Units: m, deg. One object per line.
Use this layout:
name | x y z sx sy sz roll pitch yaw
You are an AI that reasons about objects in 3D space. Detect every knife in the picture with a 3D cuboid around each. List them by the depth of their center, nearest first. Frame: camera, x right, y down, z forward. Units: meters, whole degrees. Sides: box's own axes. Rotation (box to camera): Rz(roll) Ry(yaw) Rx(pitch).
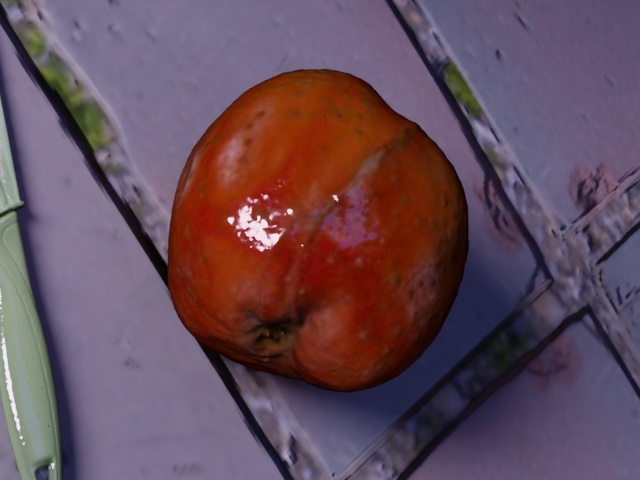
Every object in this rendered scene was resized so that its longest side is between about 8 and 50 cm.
knife | -0.118 0.002 0.686 0.030 0.014 0.207 1 71 -41

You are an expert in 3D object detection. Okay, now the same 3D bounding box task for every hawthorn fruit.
hawthorn fruit | 0.000 0.000 0.723 0.128 0.128 0.128 17 63 -36
